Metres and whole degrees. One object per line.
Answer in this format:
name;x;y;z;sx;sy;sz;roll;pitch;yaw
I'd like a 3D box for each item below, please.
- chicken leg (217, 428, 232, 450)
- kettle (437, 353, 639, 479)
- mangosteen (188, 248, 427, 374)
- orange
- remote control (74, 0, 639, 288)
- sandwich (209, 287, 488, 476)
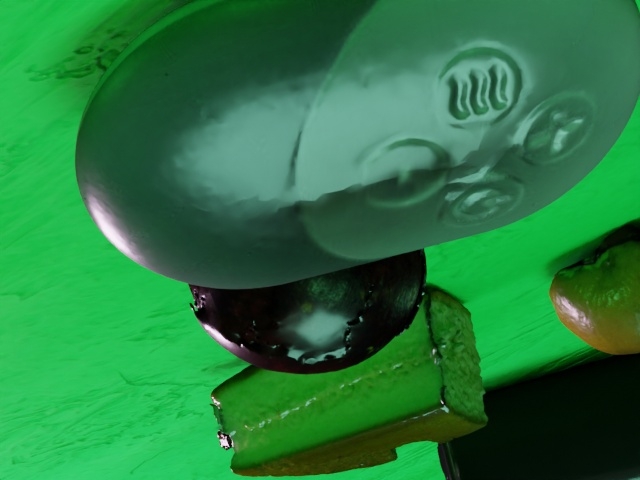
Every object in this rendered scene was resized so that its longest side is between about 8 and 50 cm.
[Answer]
chicken leg;-0.023;0.178;1.842;0.093;0.053;0.205;20;139;-23
kettle;0.290;0.225;2.098;0.308;0.262;0.203;-13;127;1
mangosteen;0.000;0.000;1.182;0.166;0.166;0.180;0;131;-41
orange;0.294;0.049;1.650;0.160;0.112;0.170;-15;150;-4
remote control;0.026;-0.070;1.022;0.332;0.103;0.221;-14;138;-4
sandwich;0.029;0.141;1.666;0.236;0.122;0.128;-20;158;20
